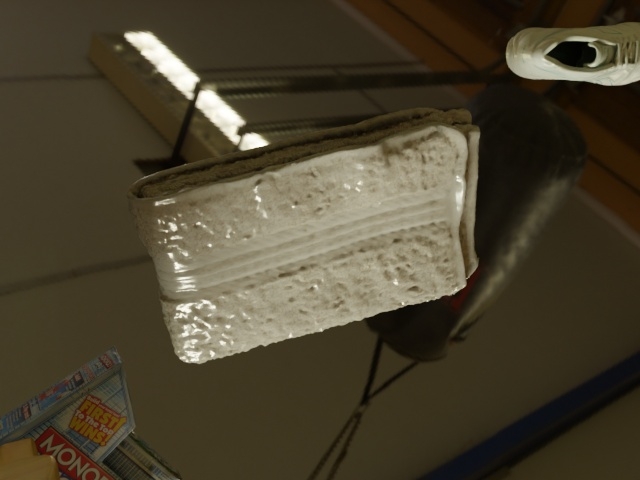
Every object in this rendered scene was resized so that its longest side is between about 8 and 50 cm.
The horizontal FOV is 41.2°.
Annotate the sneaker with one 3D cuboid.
[{"bbox_3d":[0.238,-0.155,0.719,0.152,0.054,0.061,-6,-165,-13],"label":"sneaker"}]

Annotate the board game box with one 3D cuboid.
[{"bbox_3d":[-0.226,0.209,0.802,0.194,0.194,0.060,48,170,-23],"label":"board game box"}]

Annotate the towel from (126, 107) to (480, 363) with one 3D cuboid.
[{"bbox_3d":[0.000,0.000,0.701,0.282,0.187,0.049,-16,-141,-10],"label":"towel"}]

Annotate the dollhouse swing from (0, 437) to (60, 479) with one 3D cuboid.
[{"bbox_3d":[-0.272,0.335,0.557,0.315,0.347,0.305,-15,-172,-34],"label":"dollhouse swing"}]
